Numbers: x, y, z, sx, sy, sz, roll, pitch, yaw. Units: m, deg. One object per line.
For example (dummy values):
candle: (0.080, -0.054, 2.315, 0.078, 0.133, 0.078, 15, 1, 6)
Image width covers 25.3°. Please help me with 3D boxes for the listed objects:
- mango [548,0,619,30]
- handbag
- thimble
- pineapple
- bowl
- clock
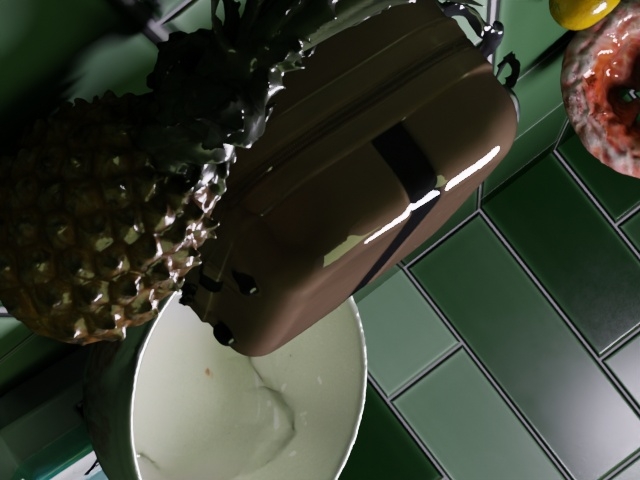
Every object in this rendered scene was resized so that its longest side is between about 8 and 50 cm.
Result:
mango: (0.253, -0.234, 1.362, 0.079, 0.057, 0.114, -45, 177, 1)
handbag: (0.024, -0.059, 0.974, 0.283, 0.149, 0.302, -38, 172, -17)
thimble: (0.413, -0.190, 1.760, 0.239, 0.239, 0.162, -40, 172, 16)
pineapple: (-0.046, -0.068, 0.676, 0.277, 0.119, 0.130, -43, 153, 24)
bowl: (-0.099, 0.123, 1.251, 0.277, 0.277, 0.145, -33, -153, -35)
clock: (-0.233, 0.172, 1.392, 0.262, 0.116, 0.231, -34, 168, -37)
